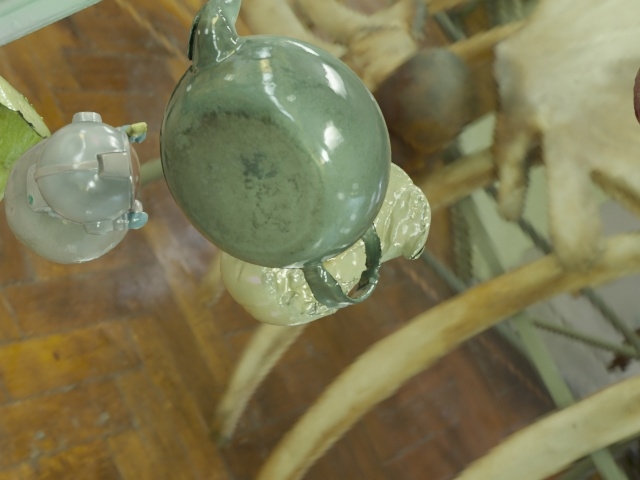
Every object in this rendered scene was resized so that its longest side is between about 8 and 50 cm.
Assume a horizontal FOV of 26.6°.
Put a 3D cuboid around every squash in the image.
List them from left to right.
[{"bbox_3d":[-0.463,-0.095,1.871,0.137,0.287,0.137,24,27,-13],"label":"squash"}]

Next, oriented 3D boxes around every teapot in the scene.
[{"bbox_3d":[-0.032,-0.074,1.094,0.294,0.193,0.129,60,39,-17],"label":"teapot"}]

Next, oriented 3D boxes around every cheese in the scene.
[{"bbox_3d":[0.000,0.000,1.712,0.266,0.233,0.127,-41,113,-21],"label":"cheese"}]

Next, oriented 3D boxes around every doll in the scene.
[{"bbox_3d":[-0.250,-0.056,1.402,0.151,0.151,0.287,58,-18,-2],"label":"doll"}]

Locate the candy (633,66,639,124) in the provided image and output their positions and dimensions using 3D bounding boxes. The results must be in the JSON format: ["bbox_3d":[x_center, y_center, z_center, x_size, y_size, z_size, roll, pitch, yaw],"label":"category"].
[{"bbox_3d":[0.357,-0.146,1.352,0.103,0.043,0.103,-7,103,-33],"label":"candy"}]

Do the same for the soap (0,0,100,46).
[{"bbox_3d":[-0.334,-0.340,1.572,0.172,0.290,0.095,64,14,-16],"label":"soap"}]
